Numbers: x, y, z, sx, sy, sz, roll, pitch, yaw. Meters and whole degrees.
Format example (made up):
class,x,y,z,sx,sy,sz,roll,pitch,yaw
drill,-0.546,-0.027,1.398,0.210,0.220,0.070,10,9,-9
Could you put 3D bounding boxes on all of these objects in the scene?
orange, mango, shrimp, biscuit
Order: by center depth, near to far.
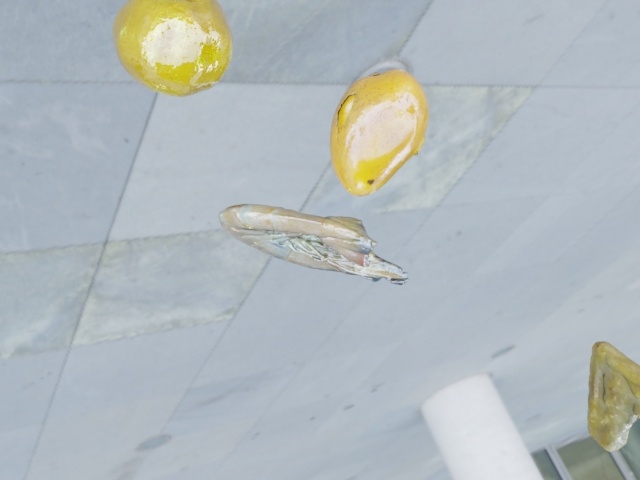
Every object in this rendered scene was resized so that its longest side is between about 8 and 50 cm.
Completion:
class,x,y,z,sx,sy,sz,roll,pitch,yaw
shrimp,0.000,-0.006,0.947,0.254,0.059,0.145,16,162,-1
biscuit,0.454,0.252,1.108,0.039,0.183,0.174,-11,111,-18
mango,0.114,-0.233,1.653,0.191,0.160,0.290,14,104,-31
orange,-0.331,-0.462,1.737,0.279,0.279,0.235,-6,134,-35
